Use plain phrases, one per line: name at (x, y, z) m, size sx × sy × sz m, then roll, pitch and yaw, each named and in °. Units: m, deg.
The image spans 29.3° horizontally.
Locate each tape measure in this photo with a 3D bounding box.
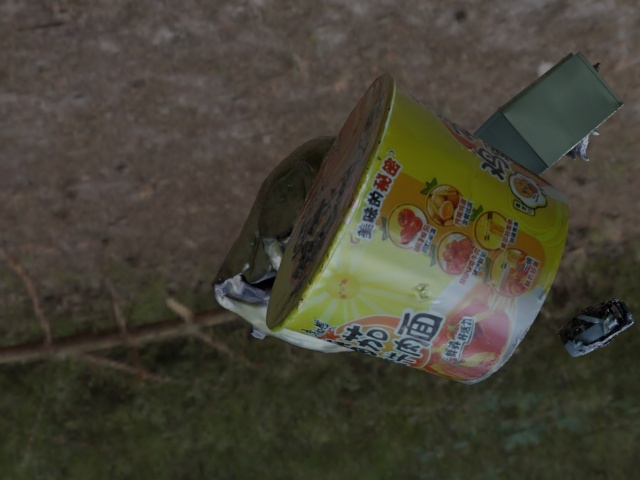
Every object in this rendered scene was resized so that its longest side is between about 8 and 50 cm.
tape measure at (0.355, 0.111, 1.585) m, size 0.094 × 0.054 × 0.091 m, roll -33°, pitch 173°, yaw 7°

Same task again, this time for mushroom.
mushroom at (-0.002, 0.005, 1.483) m, size 0.217 × 0.212 × 0.292 m, roll -33°, pitch 146°, yaw 31°

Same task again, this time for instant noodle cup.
instant noodle cup at (0.091, 0.004, 1.129) m, size 0.200 × 0.264 × 0.264 m, roll 25°, pitch 143°, yaw -8°

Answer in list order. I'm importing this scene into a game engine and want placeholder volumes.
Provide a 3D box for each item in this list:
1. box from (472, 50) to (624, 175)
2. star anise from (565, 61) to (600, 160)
box at (0.239, -0.119, 1.448) m, size 0.129 × 0.086 × 0.225 m, roll -39°, pitch 177°, yaw -20°
star anise at (0.436, -0.226, 2.099) m, size 0.061 × 0.181 × 0.204 m, roll 17°, pitch -161°, yaw 30°
